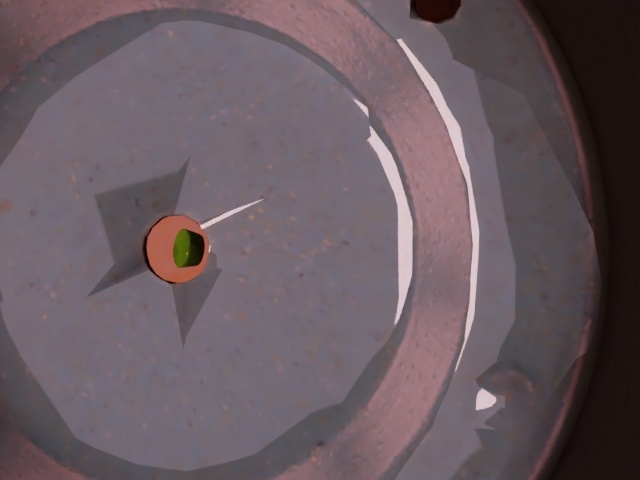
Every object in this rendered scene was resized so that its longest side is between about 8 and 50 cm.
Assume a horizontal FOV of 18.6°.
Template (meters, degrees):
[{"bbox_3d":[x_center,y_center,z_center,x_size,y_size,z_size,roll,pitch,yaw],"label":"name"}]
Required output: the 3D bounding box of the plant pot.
[{"bbox_3d":[-0.008,0.004,0.516,0.271,0.255,0.272,0,90,10],"label":"plant pot"}]

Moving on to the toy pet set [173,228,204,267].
[{"bbox_3d":[0.000,0.000,0.711,0.114,0.065,0.122,-50,42,47],"label":"toy pet set"}]
